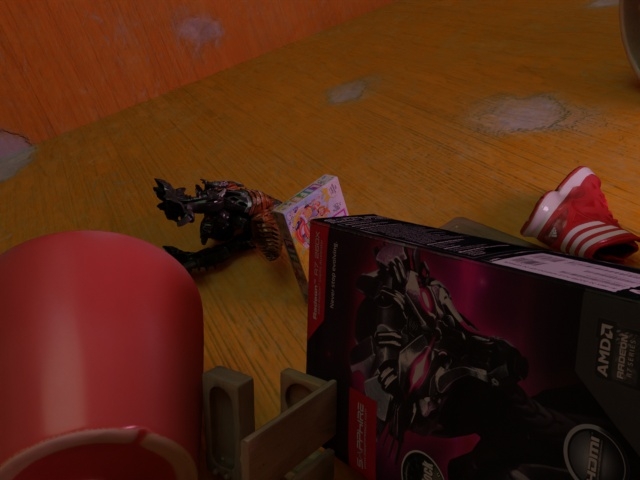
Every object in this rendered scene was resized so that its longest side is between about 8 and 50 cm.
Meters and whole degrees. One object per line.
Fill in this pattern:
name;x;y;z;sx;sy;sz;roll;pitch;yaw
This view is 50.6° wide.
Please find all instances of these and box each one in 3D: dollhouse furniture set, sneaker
dollhouse furniture set;-0.082;0.199;0.636;0.151;0.144;0.123;12;20;33
sneaker;0.355;-0.020;0.889;0.128;0.087;0.221;37;40;20

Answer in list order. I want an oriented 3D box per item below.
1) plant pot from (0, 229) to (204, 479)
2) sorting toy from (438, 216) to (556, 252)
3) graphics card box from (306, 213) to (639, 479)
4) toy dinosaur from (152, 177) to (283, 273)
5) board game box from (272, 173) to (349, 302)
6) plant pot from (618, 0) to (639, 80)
plant pot;-0.242;0.166;0.710;0.274;0.275;0.243;-20;40;-4
sorting toy;0.207;0.064;0.846;0.229;0.041;0.307;-26;30;-23
graphics card box;0.119;0.115;0.557;0.094;0.233;0.371;-5;12;-35
toy dinosaur;-0.150;-0.041;1.123;0.218;0.164;0.322;-13;3;-25
board game box;0.000;0.000;0.945;0.103;0.154;0.026;-37;34;-30
plant pot;0.729;-0.408;1.112;0.305;0.334;0.334;-11;28;-10
